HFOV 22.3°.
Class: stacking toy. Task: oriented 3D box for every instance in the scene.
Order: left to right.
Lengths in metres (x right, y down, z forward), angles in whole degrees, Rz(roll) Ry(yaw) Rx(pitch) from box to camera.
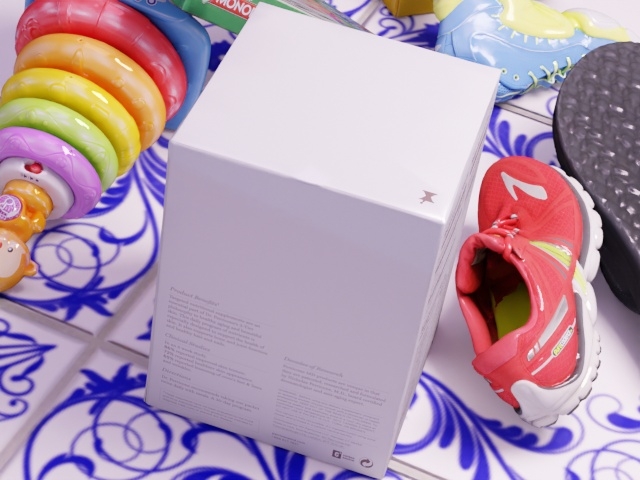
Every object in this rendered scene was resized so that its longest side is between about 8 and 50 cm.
[{"bbox_3d":[-0.227,-0.080,1.393,0.175,0.165,0.302,23,56,1],"label":"stacking toy"}]

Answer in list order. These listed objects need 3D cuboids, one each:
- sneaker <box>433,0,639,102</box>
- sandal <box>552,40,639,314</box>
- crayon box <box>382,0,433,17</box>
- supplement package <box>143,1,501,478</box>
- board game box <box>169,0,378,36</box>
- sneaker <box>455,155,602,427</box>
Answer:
[{"bbox_3d":[0.214,-0.180,1.640,0.240,0.091,0.126,19,77,-13],"label":"sneaker"},{"bbox_3d":[0.302,0.011,1.420,0.168,0.107,0.445,-2,54,-15],"label":"sandal"},{"bbox_3d":[0.132,-0.347,1.800,0.202,0.081,0.318,-10,43,-21],"label":"crayon box"},{"bbox_3d":[0.000,0.000,1.231,0.199,0.262,0.198,17,41,8],"label":"supplement package"},{"bbox_3d":[-0.058,-0.219,1.494,0.317,0.046,0.213,18,17,-46],"label":"board game box"},{"bbox_3d":[0.161,0.017,1.323,0.118,0.107,0.279,37,33,-31],"label":"sneaker"}]
